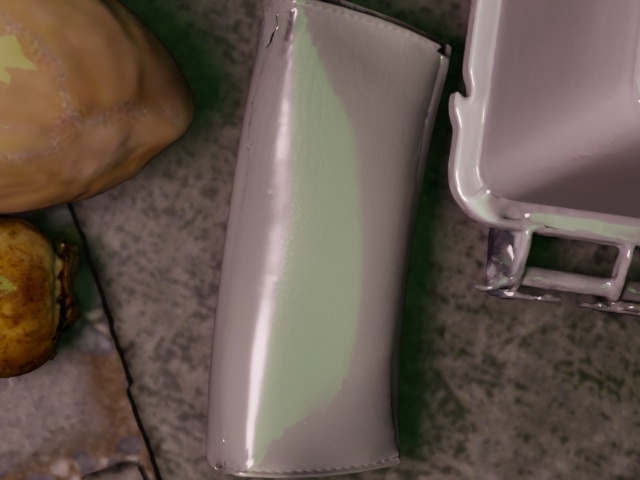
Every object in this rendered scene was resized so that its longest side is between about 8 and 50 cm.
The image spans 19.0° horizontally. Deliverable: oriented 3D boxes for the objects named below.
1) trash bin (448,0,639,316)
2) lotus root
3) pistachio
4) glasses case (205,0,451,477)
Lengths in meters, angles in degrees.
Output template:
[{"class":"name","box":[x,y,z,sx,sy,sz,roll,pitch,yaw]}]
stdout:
[{"class":"trash bin","box":[0.225,-0.101,1.110,0.256,0.367,0.296,10,87,-6]},{"class":"lotus root","box":[-0.247,0.037,1.194,0.190,0.094,0.108,-3,118,-1]},{"class":"pistachio","box":[-0.221,-0.109,1.165,0.293,0.181,0.162,13,125,-3]},{"class":"glasses case","box":[0.002,0.000,1.228,0.128,0.083,0.308,9,87,-11]}]
